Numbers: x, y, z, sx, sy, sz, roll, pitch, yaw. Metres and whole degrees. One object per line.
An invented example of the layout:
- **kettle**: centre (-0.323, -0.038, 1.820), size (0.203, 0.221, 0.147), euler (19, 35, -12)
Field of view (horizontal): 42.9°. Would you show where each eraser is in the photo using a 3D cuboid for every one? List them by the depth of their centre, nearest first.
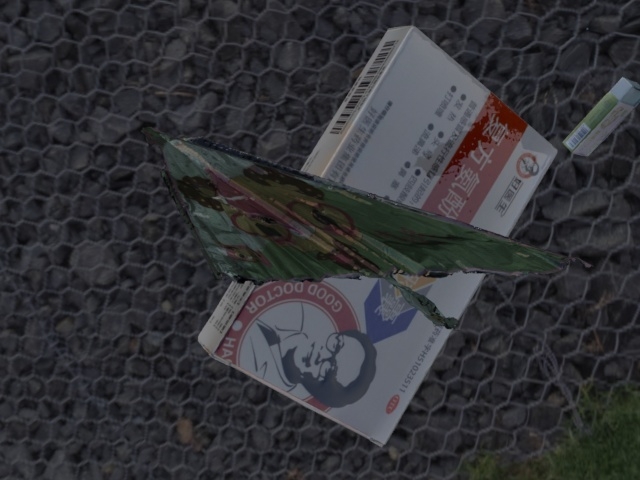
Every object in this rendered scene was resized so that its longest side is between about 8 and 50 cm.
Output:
- **eraser**: centre (0.274, -0.118, 0.785), size (0.083, 0.038, 0.019), euler (-52, 55, 28)

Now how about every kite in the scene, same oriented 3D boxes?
- **kite**: centre (0.000, 0.000, 0.499), size (0.268, 0.013, 0.323), euler (33, 156, -33)

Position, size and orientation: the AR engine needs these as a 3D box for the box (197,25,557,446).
- **box**: centre (0.063, 0.000, 0.794), size (0.214, 0.069, 0.353), euler (34, 87, -26)
